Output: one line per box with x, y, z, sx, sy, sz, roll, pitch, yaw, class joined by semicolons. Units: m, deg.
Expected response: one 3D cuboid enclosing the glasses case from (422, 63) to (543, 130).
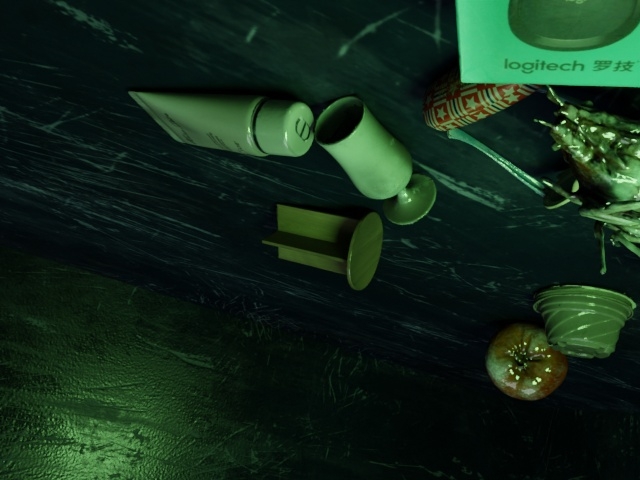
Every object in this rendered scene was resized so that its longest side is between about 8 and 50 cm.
0.193;-0.188;0.640;0.049;0.073;0.194;18;160;-30;glasses case

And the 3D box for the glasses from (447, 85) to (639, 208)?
0.293;-0.121;0.738;0.220;0.088;0.190;15;160;-6;glasses

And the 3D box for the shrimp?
0.388;-0.052;0.609;0.410;0.222;0.166;20;-167;-41;shrimp

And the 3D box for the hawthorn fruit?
0.631;0.354;1.625;0.262;0.232;0.234;-20;-166;-40;hawthorn fruit

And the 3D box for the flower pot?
0.641;0.206;1.323;0.235;0.141;0.235;13;159;5;flower pot

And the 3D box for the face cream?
-0.157;-0.190;0.858;0.314;0.089;0.143;13;162;31;face cream

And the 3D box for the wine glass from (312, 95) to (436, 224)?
0.088;-0.122;0.843;0.103;0.103;0.231;-4;150;38;wine glass

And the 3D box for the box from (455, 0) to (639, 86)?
0.203;-0.253;0.397;0.204;0.118;0.311;6;159;19;box

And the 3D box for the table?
0.000;0.000;1.166;0.226;0.167;0.167;13;162;26;table
